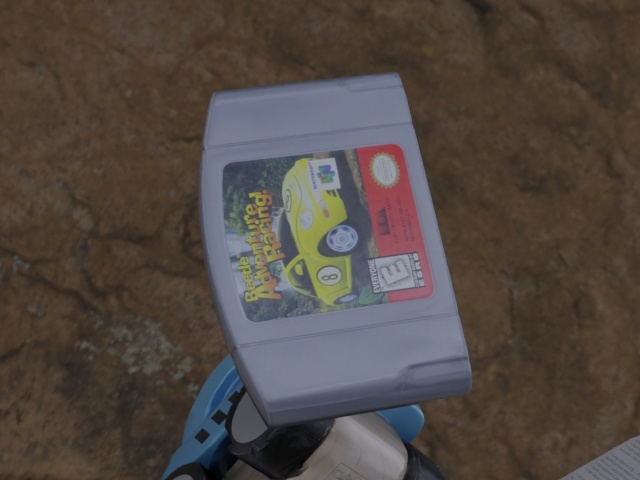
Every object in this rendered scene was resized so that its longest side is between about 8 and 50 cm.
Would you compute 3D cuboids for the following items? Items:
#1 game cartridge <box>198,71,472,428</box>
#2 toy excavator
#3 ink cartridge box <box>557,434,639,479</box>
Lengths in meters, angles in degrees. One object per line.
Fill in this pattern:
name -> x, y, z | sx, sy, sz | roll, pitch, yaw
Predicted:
game cartridge -> 0.000, 0.000, 0.837 | 0.196, 0.060, 0.294 | -10, 71, -6
toy excavator -> -0.016, 0.149, 1.150 | 0.222, 0.433, 0.445 | 38, 9, -25
ink cartridge box -> 0.293, 0.203, 0.721 | 0.261, 0.296, 0.066 | -30, 97, -3
